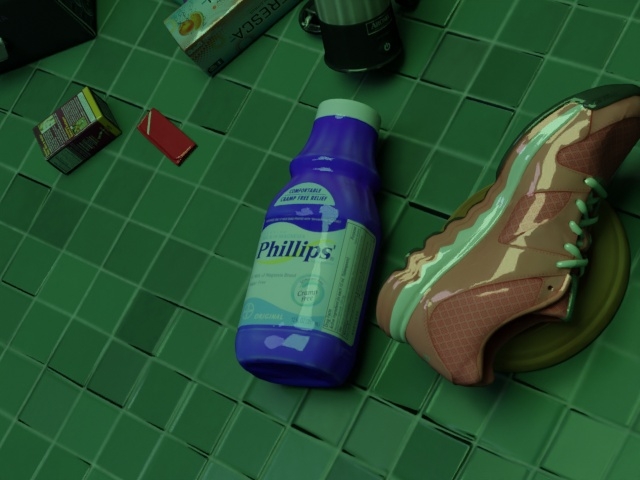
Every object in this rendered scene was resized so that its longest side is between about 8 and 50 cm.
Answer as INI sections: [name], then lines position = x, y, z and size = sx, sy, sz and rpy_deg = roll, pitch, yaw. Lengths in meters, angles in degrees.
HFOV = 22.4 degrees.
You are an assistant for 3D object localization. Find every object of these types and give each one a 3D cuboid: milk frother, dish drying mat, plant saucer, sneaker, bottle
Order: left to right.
[dish drying mat]
position = -0.171, -0.115, 1.787
size = 0.032, 0.008, 0.083
rpy_deg = -48, 53, -1
[bottle]
position = 0.000, 0.000, 1.581
size = 0.118, 0.092, 0.282
rpy_deg = 1, 67, 31
[milk frother]
position = 0.017, -0.264, 1.677
size = 0.143, 0.134, 0.129
rpy_deg = 10, 41, 30
[plant saucer]
position = 0.186, 0.023, 1.501
size = 0.200, 0.037, 0.200
rpy_deg = -12, 61, 24
[sneaker]
position = 0.198, 0.003, 1.430
size = 0.314, 0.116, 0.136
rpy_deg = -47, 63, 9

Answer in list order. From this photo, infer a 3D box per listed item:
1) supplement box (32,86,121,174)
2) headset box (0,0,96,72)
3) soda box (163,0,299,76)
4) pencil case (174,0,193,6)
[supplement box]
position = -0.276, -0.123, 1.828
size = 0.083, 0.043, 0.055
rpy_deg = -36, 54, 8
[headset box]
position = -0.406, -0.336, 1.953
size = 0.246, 0.131, 0.283
rpy_deg = -18, 59, 20
[soda box]
position = -0.079, -0.268, 1.778
size = 0.183, 0.063, 0.058
rpy_deg = -39, 53, 6
[pencil case]
position = -0.159, -0.313, 1.844
size = 0.151, 0.064, 0.070
rpy_deg = 46, 112, 36
